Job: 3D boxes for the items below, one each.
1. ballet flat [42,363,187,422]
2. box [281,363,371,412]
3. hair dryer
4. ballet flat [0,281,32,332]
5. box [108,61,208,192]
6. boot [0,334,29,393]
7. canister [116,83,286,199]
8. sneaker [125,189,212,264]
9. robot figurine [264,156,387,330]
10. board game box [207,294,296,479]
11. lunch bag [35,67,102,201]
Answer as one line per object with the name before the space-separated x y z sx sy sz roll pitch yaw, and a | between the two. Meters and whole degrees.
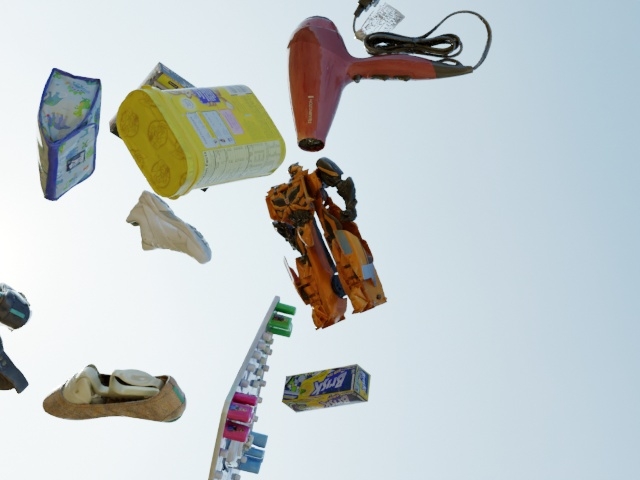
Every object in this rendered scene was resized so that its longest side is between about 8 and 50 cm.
ballet flat | -0.418 0.295 2.075 0.315 0.108 0.106 -2 -50 13
box | 0.011 0.282 1.990 0.168 0.059 0.054 -15 -39 32
hair dryer | 0.059 -0.232 1.353 0.223 0.293 0.080 35 -14 30
ballet flat | -0.488 0.108 1.639 0.203 0.074 0.074 3 -68 68
box | -0.263 -0.213 2.001 0.159 0.233 0.044 -45 -147 18
boot | -0.485 0.080 1.264 0.263 0.091 0.229 23 -37 26
canister | -0.132 -0.119 1.199 0.073 0.170 0.126 -43 -108 36
sneaker | -0.346 -0.006 2.370 0.232 0.115 0.090 40 0 20
robot figurine | 0.000 0.000 1.828 0.211 0.085 0.291 -28 -96 43
board game box | -0.134 0.353 1.888 0.050 0.390 0.390 15 -64 5
lunch bag | -0.371 -0.150 1.517 0.096 0.151 0.129 13 -39 -5
